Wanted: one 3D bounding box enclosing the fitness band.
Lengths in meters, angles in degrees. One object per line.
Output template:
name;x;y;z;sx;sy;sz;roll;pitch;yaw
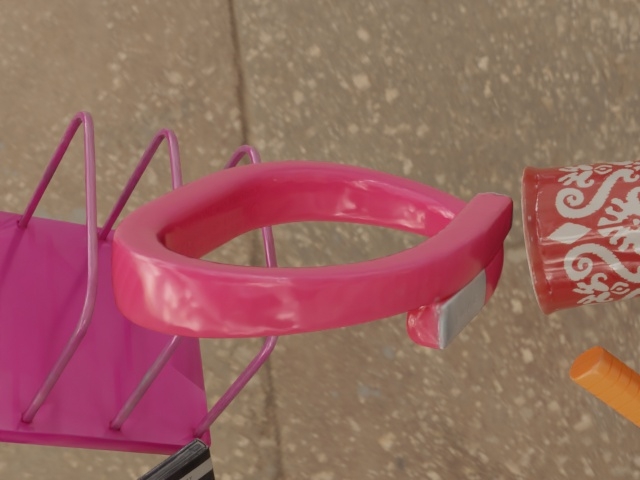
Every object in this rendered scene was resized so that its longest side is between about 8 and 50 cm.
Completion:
fitness band;0.000;0.000;0.734;0.209;0.291;0.054;9;107;19

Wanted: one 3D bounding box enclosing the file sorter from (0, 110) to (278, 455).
file sorter;-0.196;0.017;0.886;0.182;0.290;0.202;-53;37;43

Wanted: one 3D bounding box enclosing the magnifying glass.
magnifying glass;0.253;0.139;0.783;0.092;0.231;0.026;-39;21;42

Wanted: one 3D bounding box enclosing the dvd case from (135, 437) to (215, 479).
dvd case;-0.133;0.260;0.861;0.164;0.221;0.018;-32;46;-30

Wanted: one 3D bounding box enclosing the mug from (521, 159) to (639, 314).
mug;0.246;-0.017;0.911;0.169;0.150;0.113;-8;108;19
